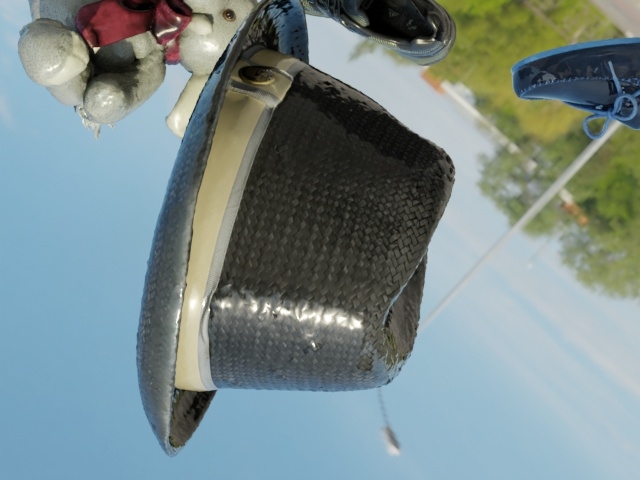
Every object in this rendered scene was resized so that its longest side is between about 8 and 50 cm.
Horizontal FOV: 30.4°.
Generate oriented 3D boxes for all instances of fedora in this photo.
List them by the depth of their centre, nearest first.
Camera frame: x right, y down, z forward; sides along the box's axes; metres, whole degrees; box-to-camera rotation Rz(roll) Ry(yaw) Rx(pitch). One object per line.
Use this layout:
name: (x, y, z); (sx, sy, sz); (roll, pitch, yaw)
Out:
fedora: (0.000, 0.000, 0.772); (0.152, 0.334, 0.334); (14, -167, 6)

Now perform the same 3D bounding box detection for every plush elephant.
plush elephant: (-0.177, -0.244, 1.281); (0.330, 0.255, 0.272); (75, 179, -62)

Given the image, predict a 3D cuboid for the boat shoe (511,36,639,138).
boat shoe: (0.323, -0.154, 1.180); (0.109, 0.258, 0.089); (110, 156, -85)

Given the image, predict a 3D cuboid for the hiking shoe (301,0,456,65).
hiking shoe: (0.029, -0.246, 1.128); (0.227, 0.086, 0.114); (25, -177, 2)
